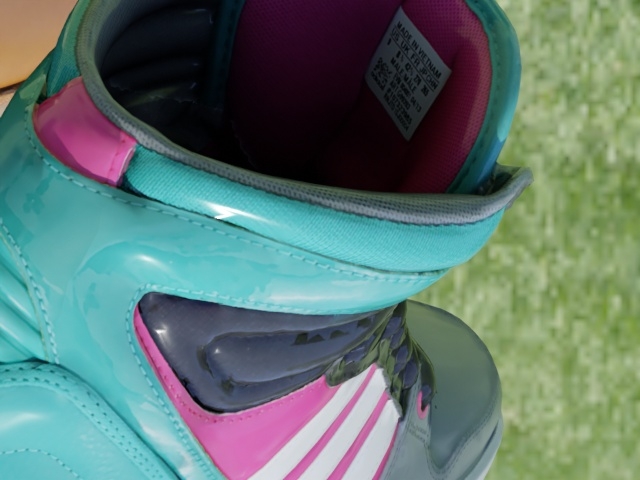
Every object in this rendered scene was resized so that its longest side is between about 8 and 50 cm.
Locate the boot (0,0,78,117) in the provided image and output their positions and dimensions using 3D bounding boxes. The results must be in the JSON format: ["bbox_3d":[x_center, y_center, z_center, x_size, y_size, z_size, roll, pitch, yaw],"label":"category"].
[{"bbox_3d":[-0.172,-0.125,0.660,0.283,0.109,0.220,-37,145,-11],"label":"boot"}]

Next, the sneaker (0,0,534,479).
[{"bbox_3d":[0.000,0.000,0.557,0.178,0.124,0.295,-55,155,20],"label":"sneaker"}]
